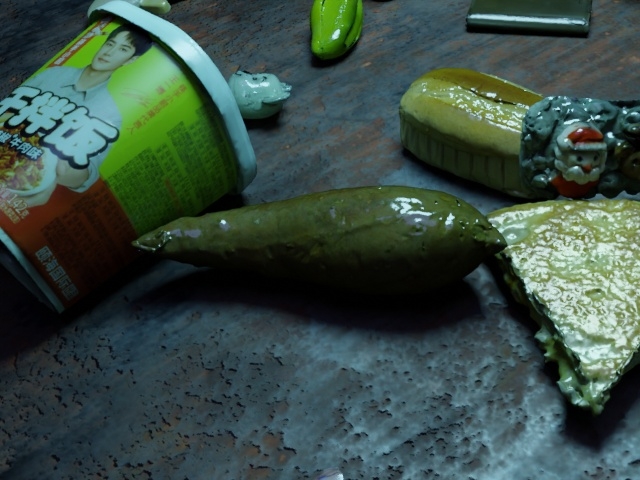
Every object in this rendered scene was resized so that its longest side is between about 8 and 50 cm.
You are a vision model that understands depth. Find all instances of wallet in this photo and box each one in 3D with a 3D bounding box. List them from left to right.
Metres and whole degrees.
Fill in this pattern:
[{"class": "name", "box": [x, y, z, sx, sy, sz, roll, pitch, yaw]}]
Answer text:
[{"class": "wallet", "box": [0.351, -0.384, 1.285, 0.197, 0.031, 0.110, 8, 46, 16]}]

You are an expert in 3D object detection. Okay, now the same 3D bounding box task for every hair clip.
[{"class": "hair clip", "box": [-0.337, -0.457, 1.455, 0.218, 0.071, 0.159, -30, 50, -14]}, {"class": "hair clip", "box": [0.397, -0.110, 0.899, 0.321, 0.139, 0.091, -9, 26, -7]}]

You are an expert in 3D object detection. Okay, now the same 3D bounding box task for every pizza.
[{"class": "pizza", "box": [0.279, 0.064, 0.813, 0.279, 0.075, 0.288, 6, 48, 21]}]

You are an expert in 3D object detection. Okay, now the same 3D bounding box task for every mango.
[{"class": "mango", "box": [0.023, -0.363, 1.291, 0.091, 0.074, 0.165, 11, 60, 12]}]

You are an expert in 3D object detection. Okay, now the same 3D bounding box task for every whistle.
[{"class": "whistle", "box": [-0.159, -0.208, 1.162, 0.235, 0.077, 0.114, -13, 25, 1]}]

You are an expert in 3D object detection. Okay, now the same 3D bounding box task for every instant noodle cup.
[{"class": "instant noodle cup", "box": [-0.283, -0.093, 0.947, 0.293, 0.294, 0.308, 31, 64, 34]}]

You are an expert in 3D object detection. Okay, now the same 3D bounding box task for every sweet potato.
[{"class": "sweet potato", "box": [-0.001, -0.001, 0.885, 0.422, 0.131, 0.131, 1, 45, 12]}]

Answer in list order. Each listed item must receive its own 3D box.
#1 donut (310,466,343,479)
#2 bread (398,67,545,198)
[{"class": "donut", "box": [0.015, 0.282, 0.634, 0.117, 0.065, 0.166, -28, 46, -20]}, {"class": "bread", "box": [0.217, -0.153, 1.017, 0.236, 0.106, 0.140, 27, 53, 31]}]
